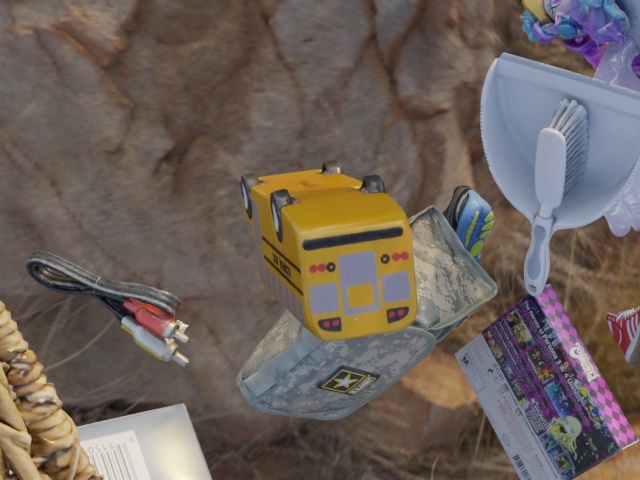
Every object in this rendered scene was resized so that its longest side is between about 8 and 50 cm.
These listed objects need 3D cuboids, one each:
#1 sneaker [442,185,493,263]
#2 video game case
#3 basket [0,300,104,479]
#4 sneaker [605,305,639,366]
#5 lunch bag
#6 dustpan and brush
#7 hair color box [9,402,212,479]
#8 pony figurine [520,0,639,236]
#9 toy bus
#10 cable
[{"bbox_3d":[0.184,0.001,1.847,0.067,0.078,0.188,-3,135,-25],"label":"sneaker"},{"bbox_3d":[0.292,0.205,1.766,0.232,0.041,0.210,62,145,17],"label":"video game case"},{"bbox_3d":[-0.218,0.145,0.495,0.213,0.223,0.299,-19,105,37],"label":"basket"},{"bbox_3d":[0.384,0.091,1.613,0.042,0.067,0.118,-7,136,-23],"label":"sneaker"},{"bbox_3d":[0.049,0.107,1.674,0.235,0.287,0.169,-42,80,37],"label":"lunch bag"},{"bbox_3d":[0.198,-0.042,1.139,0.147,0.060,0.211,21,139,25],"label":"dustpan and brush"},{"bbox_3d":[-0.205,0.295,1.098,0.185,0.374,0.114,-10,55,-22],"label":"hair color box"},{"bbox_3d":[0.402,-0.223,1.534,0.303,0.363,0.351,-36,97,-24],"label":"pony figurine"},{"bbox_3d":[0.000,0.000,1.327,0.108,0.332,0.130,-9,100,-11],"label":"toy bus"},{"bbox_3d":[-0.309,0.089,1.935,0.287,0.139,0.072,24,60,5],"label":"cable"}]
